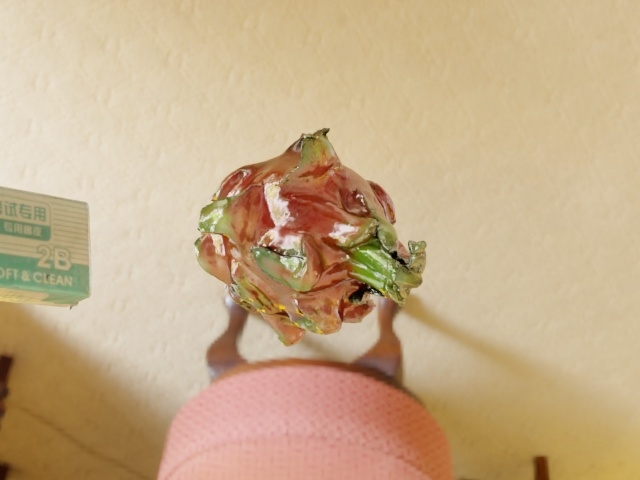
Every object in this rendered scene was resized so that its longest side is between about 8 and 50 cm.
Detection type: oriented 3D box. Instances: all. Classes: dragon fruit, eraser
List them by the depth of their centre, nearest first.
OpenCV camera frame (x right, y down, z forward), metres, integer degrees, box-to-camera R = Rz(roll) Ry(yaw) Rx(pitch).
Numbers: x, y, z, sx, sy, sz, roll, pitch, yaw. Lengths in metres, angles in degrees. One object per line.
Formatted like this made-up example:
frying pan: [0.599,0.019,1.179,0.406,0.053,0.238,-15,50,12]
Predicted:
dragon fruit: [-0.001,-0.004,0.805,0.137,0.135,0.236,48,164,-12]
eraser: [-0.305,0.000,1.005,0.225,0.095,0.052,10,158,-42]
